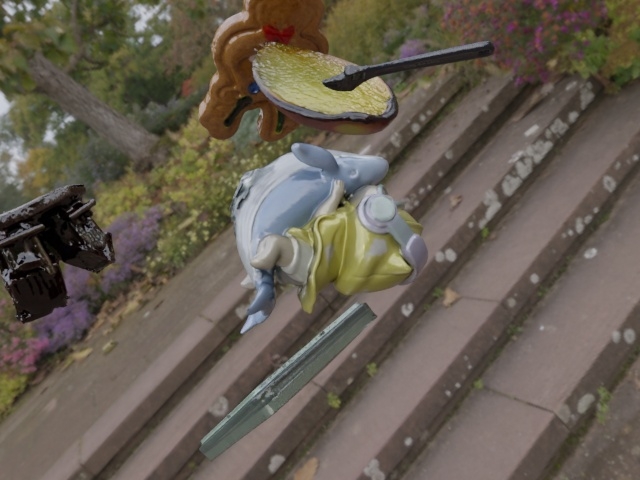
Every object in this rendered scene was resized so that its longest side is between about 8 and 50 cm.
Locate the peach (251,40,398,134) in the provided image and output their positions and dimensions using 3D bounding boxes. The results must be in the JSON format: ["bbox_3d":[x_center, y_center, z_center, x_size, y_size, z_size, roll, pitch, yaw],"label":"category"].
[{"bbox_3d":[-0.009,-0.217,0.928,0.189,0.279,0.068,-14,-47,-32],"label":"peach"}]

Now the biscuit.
[{"bbox_3d":[-0.091,-0.303,1.075,0.333,0.202,0.047,-64,36,40],"label":"biscuit"}]

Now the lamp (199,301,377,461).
[{"bbox_3d":[-0.053,0.225,0.994,0.269,0.047,0.266,-34,-11,-44],"label":"lamp"}]

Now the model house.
[{"bbox_3d":[-0.427,0.020,0.998,0.203,0.164,0.141,-34,3,-32],"label":"model house"}]

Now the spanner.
[{"bbox_3d":[0.099,-0.204,0.737,0.209,0.012,0.046,-6,-15,23],"label":"spanner"}]

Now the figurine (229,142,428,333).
[{"bbox_3d":[0.000,0.000,0.569,0.208,0.184,0.128,-55,-3,-19],"label":"figurine"}]
